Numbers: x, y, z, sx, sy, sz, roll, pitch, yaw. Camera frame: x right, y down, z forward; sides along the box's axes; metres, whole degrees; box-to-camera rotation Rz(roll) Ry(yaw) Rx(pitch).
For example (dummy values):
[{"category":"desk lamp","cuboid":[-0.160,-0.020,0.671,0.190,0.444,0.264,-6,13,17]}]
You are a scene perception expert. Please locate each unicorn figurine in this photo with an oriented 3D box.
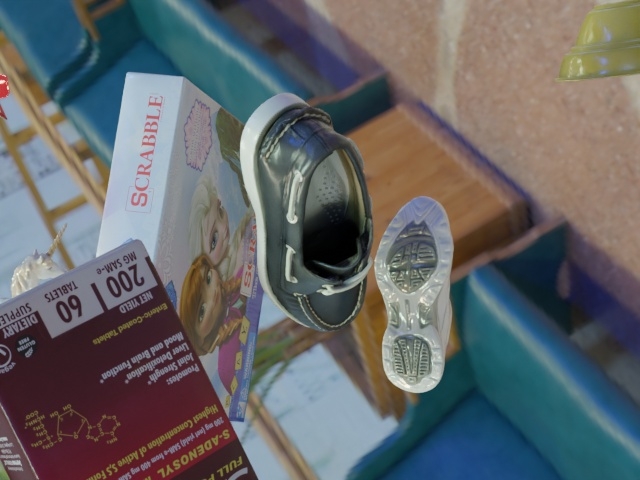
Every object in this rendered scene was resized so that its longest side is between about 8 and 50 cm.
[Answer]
[{"category":"unicorn figurine","cuboid":[-0.274,0.069,1.155,0.111,0.161,0.060,51,-147,-24]}]

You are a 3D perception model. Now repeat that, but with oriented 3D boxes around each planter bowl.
[{"category":"planter bowl","cuboid":[0.399,-0.260,1.517,0.217,0.217,0.090,-162,62,-69]}]

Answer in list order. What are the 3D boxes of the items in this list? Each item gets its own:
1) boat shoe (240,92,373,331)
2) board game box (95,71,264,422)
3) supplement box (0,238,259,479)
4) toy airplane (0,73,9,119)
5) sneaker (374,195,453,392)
[{"category":"boat shoe","cuboid":[0.000,0.000,1.131,0.091,0.114,0.303,37,160,36]},{"category":"board game box","cuboid":[-0.134,0.025,1.247,0.318,0.065,0.319,30,-113,-72]},{"category":"supplement box","cuboid":[-0.126,0.136,0.764,0.073,0.130,0.239,-18,99,60]},{"category":"toy airplane","cuboid":[-0.266,-0.150,0.855,0.151,0.151,0.028,64,-151,-13]},{"category":"sneaker","cuboid":[0.117,0.056,1.438,0.115,0.090,0.232,-41,-44,-70]}]
